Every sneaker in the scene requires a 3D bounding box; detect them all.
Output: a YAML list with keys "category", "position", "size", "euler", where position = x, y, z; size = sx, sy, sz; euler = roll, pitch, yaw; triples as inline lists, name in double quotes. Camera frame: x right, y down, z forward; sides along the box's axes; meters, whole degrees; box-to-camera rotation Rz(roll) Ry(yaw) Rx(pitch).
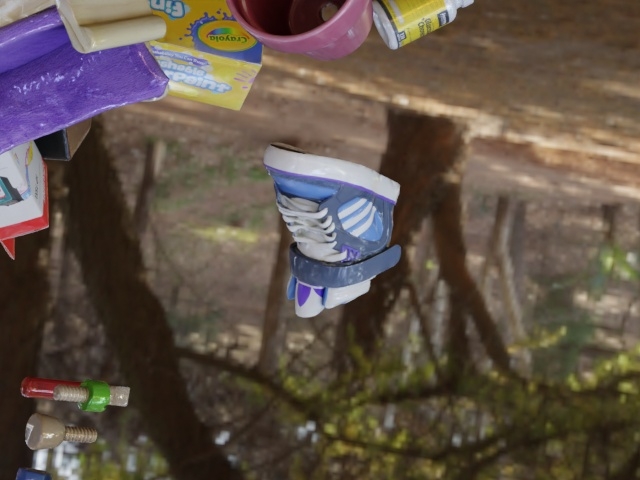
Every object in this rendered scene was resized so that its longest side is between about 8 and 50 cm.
- category: "sneaker"
  position: [0.000, 0.000, 1.734]
  size: [0.130, 0.236, 0.323]
  euler: [18, -179, 29]

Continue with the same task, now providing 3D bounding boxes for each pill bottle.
- category: "pill bottle"
  position: [0.196, -0.450, 2.297]
  size: [0.184, 0.103, 0.103]
  euler: [-27, -176, -2]

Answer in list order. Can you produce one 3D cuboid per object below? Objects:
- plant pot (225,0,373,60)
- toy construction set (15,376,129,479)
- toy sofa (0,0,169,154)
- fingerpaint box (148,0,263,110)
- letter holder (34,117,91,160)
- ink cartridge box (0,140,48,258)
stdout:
- category: "plant pot"
  position: [-0.011, -0.336, 1.633]
  size: [0.201, 0.201, 0.180]
  euler: [9, 171, 19]
- category: "toy construction set"
  position: [-0.217, 0.307, 1.361]
  size: [0.237, 0.309, 0.257]
  euler: [12, 150, -41]
- category: "toy sofa"
  position: [-0.352, -0.181, 1.286]
  size: [0.362, 0.177, 0.150]
  euler: [-17, -174, 26]
- category: "fingerpaint box"
  position: [-0.327, -0.473, 2.203]
  size: [0.444, 0.371, 0.163]
  euler: [11, 150, -15]
- category: "letter holder"
  position: [-0.432, -0.304, 1.796]
  size: [0.152, 0.302, 0.214]
  euler: [4, -148, 8]
- category: "ink cartridge box"
  position: [-0.437, -0.099, 1.654]
  size: [0.078, 0.231, 0.134]
  euler: [-15, -133, 1]
